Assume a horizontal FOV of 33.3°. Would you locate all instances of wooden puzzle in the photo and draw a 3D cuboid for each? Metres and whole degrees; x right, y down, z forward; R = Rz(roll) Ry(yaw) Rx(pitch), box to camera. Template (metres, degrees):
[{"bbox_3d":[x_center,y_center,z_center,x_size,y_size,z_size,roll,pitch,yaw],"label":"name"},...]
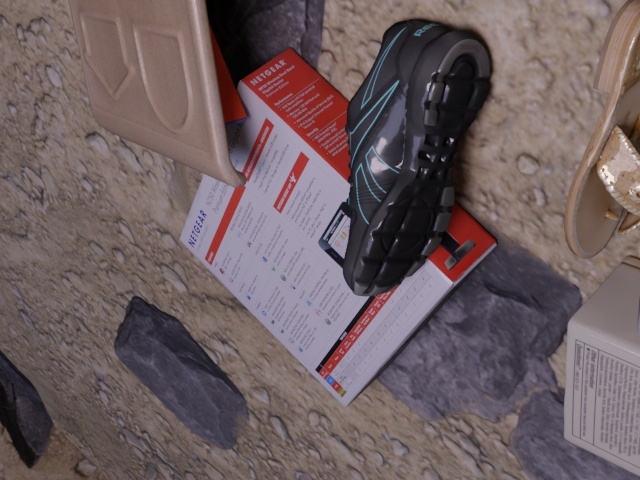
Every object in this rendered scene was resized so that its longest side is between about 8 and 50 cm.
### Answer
[{"bbox_3d":[-0.180,-0.248,1.115,0.322,0.081,0.347,25,133,52],"label":"wooden puzzle"}]

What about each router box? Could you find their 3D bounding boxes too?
[{"bbox_3d":[0.000,0.000,1.205,0.301,0.082,0.335,45,146,9],"label":"router box"}]

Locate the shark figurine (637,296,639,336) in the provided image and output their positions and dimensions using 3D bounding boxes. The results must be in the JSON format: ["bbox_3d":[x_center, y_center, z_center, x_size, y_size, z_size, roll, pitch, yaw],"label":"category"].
[{"bbox_3d":[0.381,0.008,0.783,0.278,0.166,0.116,4,166,16],"label":"shark figurine"}]

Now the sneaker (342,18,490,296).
[{"bbox_3d":[0.073,-0.076,0.996,0.106,0.101,0.267,36,115,41],"label":"sneaker"}]

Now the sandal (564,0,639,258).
[{"bbox_3d":[0.251,-0.064,0.822,0.079,0.088,0.240,32,139,35],"label":"sandal"}]

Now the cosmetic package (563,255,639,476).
[{"bbox_3d":[0.367,0.150,0.897,0.309,0.113,0.160,24,139,33],"label":"cosmetic package"}]
